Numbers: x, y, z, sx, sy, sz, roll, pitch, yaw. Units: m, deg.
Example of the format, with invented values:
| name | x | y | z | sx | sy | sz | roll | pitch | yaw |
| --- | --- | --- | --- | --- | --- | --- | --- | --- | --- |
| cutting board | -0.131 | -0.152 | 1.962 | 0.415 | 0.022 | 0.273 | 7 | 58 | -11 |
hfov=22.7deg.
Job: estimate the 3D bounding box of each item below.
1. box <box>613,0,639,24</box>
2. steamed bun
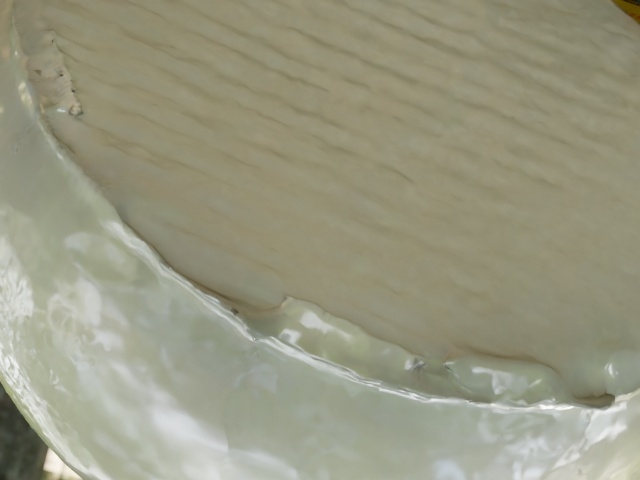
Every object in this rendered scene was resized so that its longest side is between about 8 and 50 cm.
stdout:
| name | x | y | z | sx | sy | sz | roll | pitch | yaw |
| --- | --- | --- | --- | --- | --- | --- | --- | --- | --- |
| box | 0.280 | -0.188 | 1.299 | 0.087 | 0.155 | 0.023 | 26 | 135 | 45 |
| steamed bun | 0.000 | 0.000 | 0.759 | 0.374 | 0.374 | 0.241 | 16 | 135 | -12 |
